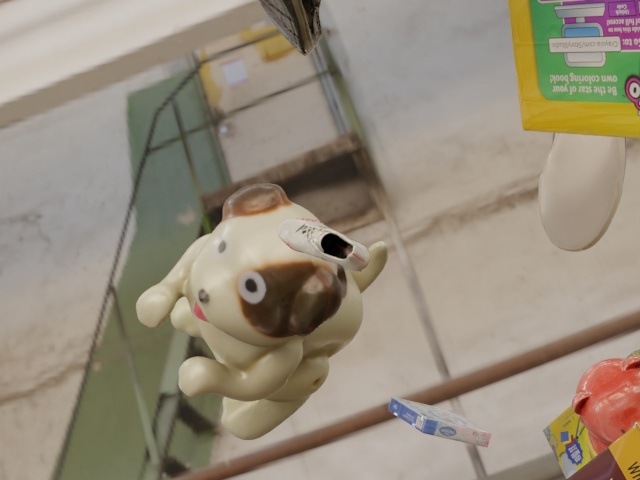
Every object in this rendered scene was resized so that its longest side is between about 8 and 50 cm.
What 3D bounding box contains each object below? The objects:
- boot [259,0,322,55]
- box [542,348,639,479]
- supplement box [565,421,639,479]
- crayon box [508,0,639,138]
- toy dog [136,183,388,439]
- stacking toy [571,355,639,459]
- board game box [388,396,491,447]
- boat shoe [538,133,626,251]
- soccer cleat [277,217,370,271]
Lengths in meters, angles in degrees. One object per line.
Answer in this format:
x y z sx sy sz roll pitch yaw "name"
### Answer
0.015 -0.306 1.196 0.178 0.085 0.236 -37 -29 -11 "boot"
0.519 0.327 1.752 0.177 0.279 0.290 -12 -27 -26 "box"
0.169 0.243 0.629 0.194 0.191 0.129 -44 -50 19 "supplement box"
0.332 -0.259 1.159 0.106 0.313 0.363 -17 16 -27 "crayon box"
-0.066 0.092 1.755 0.395 0.285 0.408 -19 -20 -3 "toy dog"
0.437 0.152 1.231 0.309 0.279 0.130 -44 -47 -5 "stacking toy"
0.137 0.210 1.372 0.090 0.020 0.090 15 3 -24 "board game box"
0.420 -0.147 1.797 0.127 0.341 0.158 8 -2 28 "boat shoe"
0.000 0.000 0.898 0.029 0.083 0.035 -62 -29 -6 "soccer cleat"
